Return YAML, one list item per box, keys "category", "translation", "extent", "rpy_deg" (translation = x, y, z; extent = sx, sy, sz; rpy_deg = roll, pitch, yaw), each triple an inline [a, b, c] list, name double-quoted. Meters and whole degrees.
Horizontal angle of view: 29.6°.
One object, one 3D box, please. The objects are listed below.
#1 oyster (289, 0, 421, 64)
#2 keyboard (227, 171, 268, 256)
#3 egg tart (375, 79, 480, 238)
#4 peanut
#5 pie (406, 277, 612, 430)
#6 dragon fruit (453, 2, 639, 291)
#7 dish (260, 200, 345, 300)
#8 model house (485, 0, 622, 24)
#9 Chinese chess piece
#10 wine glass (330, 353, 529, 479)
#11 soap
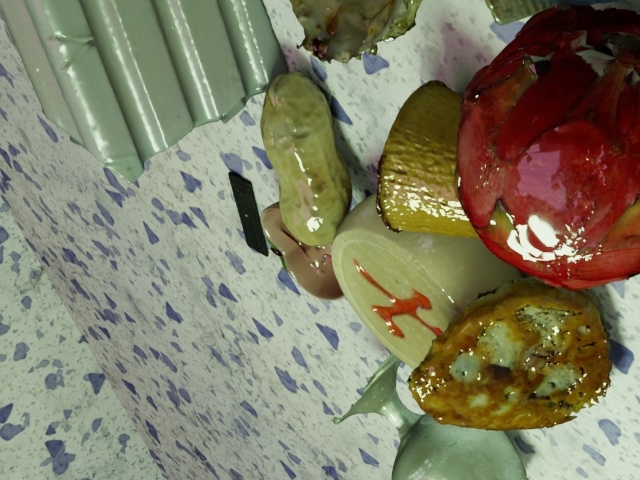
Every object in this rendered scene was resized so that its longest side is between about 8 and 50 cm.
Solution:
- category: "oyster"
  translation: [0.067, -0.339, 1.506]
  extent: [0.337, 0.133, 0.197]
  rpy_deg: [-5, 120, 57]
- category: "keyboard"
  translation: [-0.140, -0.050, 2.374]
  extent: [0.061, 0.013, 0.204]
  rpy_deg: [31, 149, 33]
- category: "egg tart"
  translation: [0.176, -0.097, 1.600]
  extent: [0.171, 0.215, 0.215]
  rpy_deg: [18, 142, 29]
- category: "peanut"
  translation: [-0.021, -0.129, 1.932]
  extent: [0.130, 0.130, 0.290]
  rpy_deg: [18, 131, 48]
- category: "pie"
  translation: [0.283, 0.167, 1.728]
  extent: [0.085, 0.308, 0.308]
  rpy_deg: [-105, -7, -57]
- category: "dragon fruit"
  translation: [0.292, -0.101, 1.310]
  extent: [0.296, 0.296, 0.301]
  rpy_deg: [35, 136, 28]
- category: "dish"
  translation: [0.000, 0.000, 2.131]
  extent: [0.213, 0.090, 0.213]
  rpy_deg: [35, 150, 24]
- category: "model house"
  translation: [0.243, -0.318, 1.187]
  extent: [0.214, 0.189, 0.195]
  rpy_deg: [15, 141, 52]
- category: "Chinese chess piece"
  translation: [0.170, 0.068, 1.891]
  extent: [0.338, 0.140, 0.338]
  rpy_deg: [38, 152, 24]
- category: "wine glass"
  translation: [0.200, 0.360, 2.155]
  extent: [0.323, 0.238, 0.238]
  rpy_deg: [43, 154, 7]
- category: "soap"
  translation: [-0.292, -0.362, 1.835]
  extent: [0.213, 0.350, 0.435]
  rpy_deg: [32, 149, 48]
